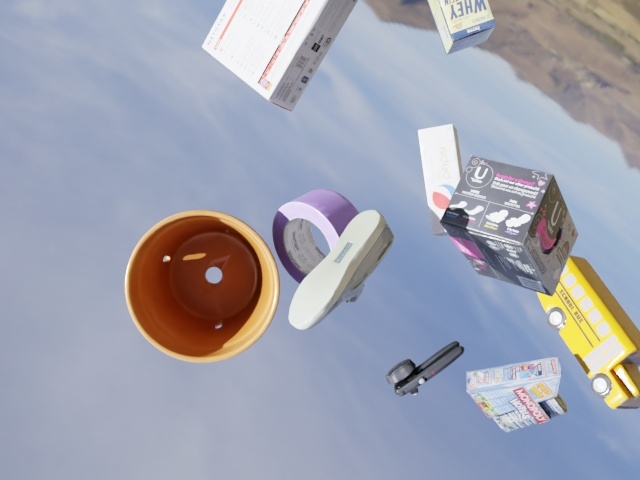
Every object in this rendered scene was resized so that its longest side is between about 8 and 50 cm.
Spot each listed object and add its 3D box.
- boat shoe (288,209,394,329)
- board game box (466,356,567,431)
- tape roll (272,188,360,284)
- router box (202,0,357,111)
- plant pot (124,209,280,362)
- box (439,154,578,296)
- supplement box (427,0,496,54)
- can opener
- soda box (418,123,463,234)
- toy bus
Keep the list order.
[{"bbox_3d":[0.042,0.059,1.389,0.079,0.227,0.081,24,163,51],"label":"boat shoe"},{"bbox_3d":[0.443,0.328,1.861,0.194,0.194,0.060,50,-150,-28],"label":"board game box"},{"bbox_3d":[0.000,0.000,1.692,0.189,0.189,0.080,44,-133,20],"label":"tape roll"},{"bbox_3d":[-0.085,-0.504,1.938,0.082,0.335,0.301,17,-160,-47],"label":"router box"},{"bbox_3d":[-0.220,0.080,1.729,0.291,0.291,0.203,36,-176,-2],"label":"plant pot"},{"bbox_3d":[0.344,-0.024,1.551,0.163,0.142,0.247,18,166,33],"label":"box"},{"bbox_3d":[0.175,-0.289,1.095,0.083,0.056,0.083,-6,-104,-88],"label":"supplement box"},{"bbox_3d":[0.239,0.285,1.940,0.073,0.186,0.059,61,-179,-34],"label":"can opener"},{"bbox_3d":[0.251,-0.120,1.756,0.069,0.074,0.216,9,-107,-73],"label":"soda box"},{"bbox_3d":[0.596,0.197,1.875,0.108,0.130,0.332,12,-141,-41],"label":"toy bus"}]
